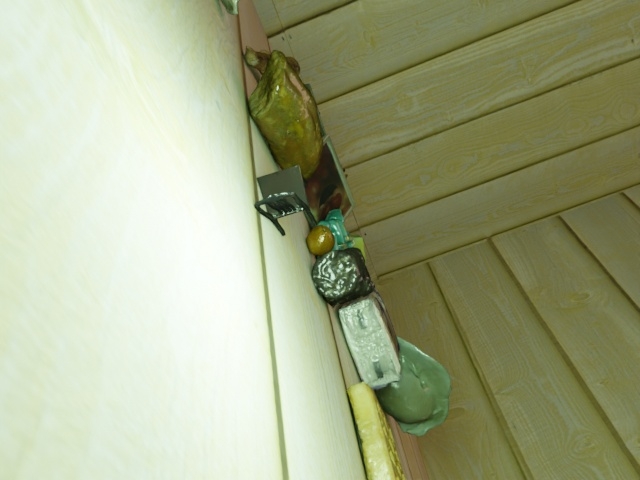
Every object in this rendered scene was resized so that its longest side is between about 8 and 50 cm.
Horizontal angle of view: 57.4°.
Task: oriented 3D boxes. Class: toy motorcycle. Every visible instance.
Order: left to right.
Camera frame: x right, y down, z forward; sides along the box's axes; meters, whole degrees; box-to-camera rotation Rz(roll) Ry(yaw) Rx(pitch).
[{"bbox_3d":[0.036,0.015,1.690,0.296,0.109,0.198,-75,146,-60],"label":"toy motorcycle"}]

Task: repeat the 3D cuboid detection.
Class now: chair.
[{"bbox_3d":[-0.070,-0.088,1.053,0.212,0.084,0.101,53,21,-72],"label":"chair"}]

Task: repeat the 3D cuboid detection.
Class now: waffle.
[{"bbox_3d":[0.130,0.447,1.211,0.221,0.055,0.247,65,7,-46],"label":"waffle"}]

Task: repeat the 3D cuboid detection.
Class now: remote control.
[{"bbox_3d":[-0.007,-0.370,1.928,0.285,0.038,0.123,68,5,-47],"label":"remote control"}]

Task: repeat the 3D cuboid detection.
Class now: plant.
[{"bbox_3d":[0.055,0.088,1.418,0.194,0.132,0.129,23,49,-77],"label":"plant"}]

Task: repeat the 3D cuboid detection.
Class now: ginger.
[{"bbox_3d":[-0.144,-0.525,1.790,0.334,0.081,0.147,-2,82,-64],"label":"ginger"}]

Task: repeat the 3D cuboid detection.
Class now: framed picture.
[{"bbox_3d":[0.013,-0.145,1.776,0.211,0.020,0.289,-54,138,-31],"label":"framed picture"}]

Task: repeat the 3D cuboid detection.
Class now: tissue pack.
[{"bbox_3d":[0.146,0.275,1.697,0.344,0.125,0.242,-6,76,-83],"label":"tissue pack"}]

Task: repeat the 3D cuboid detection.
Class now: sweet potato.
[{"bbox_3d":[-0.069,-0.269,1.408,0.369,0.158,0.157,63,9,-49],"label":"sweet potato"}]

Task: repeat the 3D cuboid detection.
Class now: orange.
[{"bbox_3d":[0.000,0.000,1.492,0.085,0.085,0.085,-20,90,-85],"label":"orange"}]

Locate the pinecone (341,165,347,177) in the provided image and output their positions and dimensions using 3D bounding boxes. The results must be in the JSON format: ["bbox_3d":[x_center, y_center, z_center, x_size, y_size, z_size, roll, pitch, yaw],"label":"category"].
[{"bbox_3d":[0.003,-0.199,1.898,0.173,0.174,0.173,-20,90,-85],"label":"pinecone"}]

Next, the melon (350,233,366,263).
[{"bbox_3d":[0.121,0.128,2.057,0.196,0.124,0.323,-62,137,-82],"label":"melon"}]

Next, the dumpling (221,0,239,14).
[{"bbox_3d":[-0.240,-0.681,1.503,0.215,0.126,0.166,60,-21,-5],"label":"dumpling"}]

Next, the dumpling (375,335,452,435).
[{"bbox_3d":[0.277,0.487,1.927,0.270,0.211,0.320,13,-31,52],"label":"dumpling"}]
